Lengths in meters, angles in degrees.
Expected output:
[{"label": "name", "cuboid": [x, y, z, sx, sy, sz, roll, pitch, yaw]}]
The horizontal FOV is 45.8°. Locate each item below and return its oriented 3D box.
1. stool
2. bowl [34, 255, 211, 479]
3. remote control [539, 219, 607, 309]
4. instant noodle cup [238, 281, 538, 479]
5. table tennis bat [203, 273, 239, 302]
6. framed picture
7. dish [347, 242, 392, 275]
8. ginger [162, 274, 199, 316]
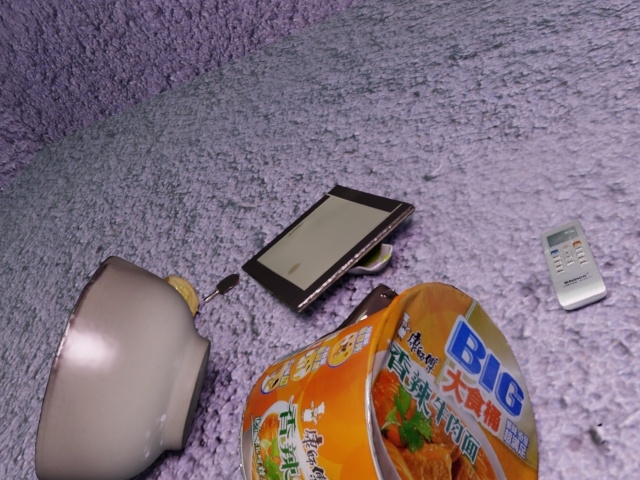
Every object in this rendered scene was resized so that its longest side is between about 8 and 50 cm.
[{"label": "stool", "cuboid": [0.065, 0.149, 1.034, 0.217, 0.121, 0.125, -51, -1, 36]}, {"label": "bowl", "cuboid": [-0.280, 0.215, 1.167, 0.185, 0.354, 0.354, 14, 39, -2]}, {"label": "remote control", "cuboid": [0.335, 0.031, 1.011, 0.061, 0.029, 0.162, -22, 27, 19]}, {"label": "instant noodle cup", "cuboid": [0.067, 0.210, 0.808, 0.214, 0.296, 0.296, -23, 30, 40]}, {"label": "table tennis bat", "cuboid": [-0.196, 0.095, 1.502, 0.083, 0.007, 0.050, -39, 29, -8]}, {"label": "framed picture", "cuboid": [0.000, 0.000, 1.373, 0.265, 0.016, 0.347, -42, 21, -10]}, {"label": "dish", "cuboid": [0.079, 0.033, 1.268, 0.091, 0.039, 0.137, -45, 28, -18]}, {"label": "ginger", "cuboid": [-0.371, 0.176, 1.457, 0.270, 0.123, 0.219, -32, 15, 23]}]
